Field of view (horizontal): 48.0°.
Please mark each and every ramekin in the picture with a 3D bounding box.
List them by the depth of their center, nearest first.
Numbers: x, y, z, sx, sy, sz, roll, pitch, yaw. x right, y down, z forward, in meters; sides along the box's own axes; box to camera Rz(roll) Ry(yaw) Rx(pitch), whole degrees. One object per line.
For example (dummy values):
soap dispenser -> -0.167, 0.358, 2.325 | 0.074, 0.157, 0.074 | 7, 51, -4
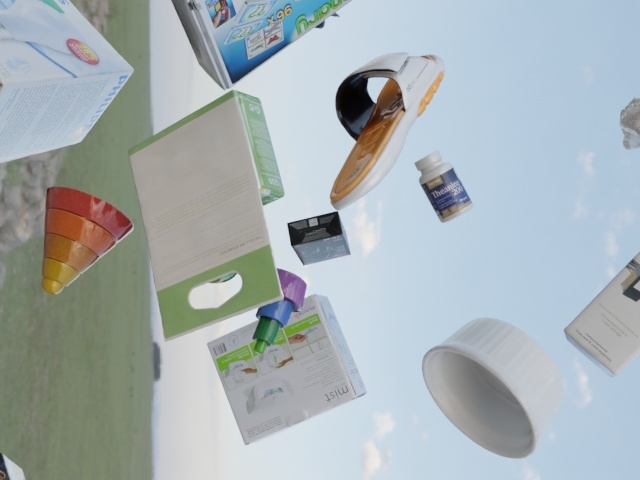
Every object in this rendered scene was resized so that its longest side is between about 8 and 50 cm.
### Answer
ramekin -> 0.353, 0.289, 1.455 | 0.277, 0.135, 0.277 | 36, -32, 27

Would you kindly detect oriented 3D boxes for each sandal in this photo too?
sandal -> 0.055, -0.140, 0.741 | 0.102, 0.076, 0.265 | -31, -158, 40

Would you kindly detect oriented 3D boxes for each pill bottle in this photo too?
pill bottle -> 0.216, -0.097, 1.276 | 0.120, 0.067, 0.067 | 61, -14, -1

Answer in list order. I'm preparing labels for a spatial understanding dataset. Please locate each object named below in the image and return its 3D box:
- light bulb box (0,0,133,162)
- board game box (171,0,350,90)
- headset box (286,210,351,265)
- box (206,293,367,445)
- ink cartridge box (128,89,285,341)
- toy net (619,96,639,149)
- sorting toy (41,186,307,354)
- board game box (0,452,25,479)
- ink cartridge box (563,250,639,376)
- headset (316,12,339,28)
light bulb box -> -0.607, -0.347, 1.305 | 0.225, 0.358, 0.361 | -42, 180, 26
board game box -> 0.004, -0.282, 0.591 | 0.053, 0.305, 0.193 | 46, -13, 27
headset box -> 0.000, 0.000, 0.855 | 0.083, 0.062, 0.032 | 66, 12, -67
box -> -0.070, 0.270, 1.515 | 0.231, 0.261, 0.127 | 66, 10, 11
ink cartridge box -> -0.119, -0.024, 0.796 | 0.056, 0.171, 0.235 | 6, 65, -59
toy net -> 0.371, -0.064, 0.660 | 0.122, 0.232, 0.045 | -25, -134, 51
sorting toy -> -0.205, 0.053, 0.918 | 0.127, 0.365, 0.126 | 105, 6, -68
board game box -> -0.512, 0.499, 1.225 | 0.243, 0.042, 0.165 | 63, -20, 21
ink cartridge box -> 0.452, 0.083, 1.006 | 0.092, 0.219, 0.160 | 44, 5, 23
headset -> -0.049, -0.452, 1.067 | 0.394, 0.243, 0.185 | 55, 21, -68
